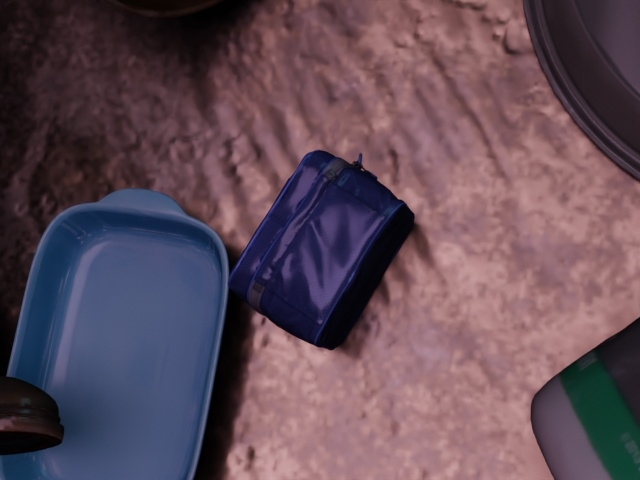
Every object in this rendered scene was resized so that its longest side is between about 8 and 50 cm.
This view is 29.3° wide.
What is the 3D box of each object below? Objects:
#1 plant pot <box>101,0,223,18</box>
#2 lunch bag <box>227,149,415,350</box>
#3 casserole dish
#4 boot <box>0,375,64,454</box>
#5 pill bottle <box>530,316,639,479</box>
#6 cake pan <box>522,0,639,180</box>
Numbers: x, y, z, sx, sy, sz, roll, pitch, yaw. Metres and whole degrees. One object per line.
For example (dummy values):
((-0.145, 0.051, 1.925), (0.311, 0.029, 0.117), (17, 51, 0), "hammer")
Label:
((-0.133, -0.263, 0.647), (0.230, 0.215, 0.215), (34, 89, 29), "plant pot")
((0.000, 0.000, 0.628), (0.065, 0.067, 0.098), (31, 87, 15), "lunch bag")
((-0.107, 0.067, 0.656), (0.114, 0.037, 0.188), (8, 81, 13), "casserole dish")
((-0.211, 0.051, 0.638), (0.219, 0.082, 0.106), (0, 71, 33), "boot")
((0.283, 0.048, 0.474), (0.361, 0.204, 0.204), (-35, 75, 10), "pill bottle")
((0.246, -0.152, 0.610), (0.293, 0.054, 0.293), (-2, 80, 12), "cake pan")
